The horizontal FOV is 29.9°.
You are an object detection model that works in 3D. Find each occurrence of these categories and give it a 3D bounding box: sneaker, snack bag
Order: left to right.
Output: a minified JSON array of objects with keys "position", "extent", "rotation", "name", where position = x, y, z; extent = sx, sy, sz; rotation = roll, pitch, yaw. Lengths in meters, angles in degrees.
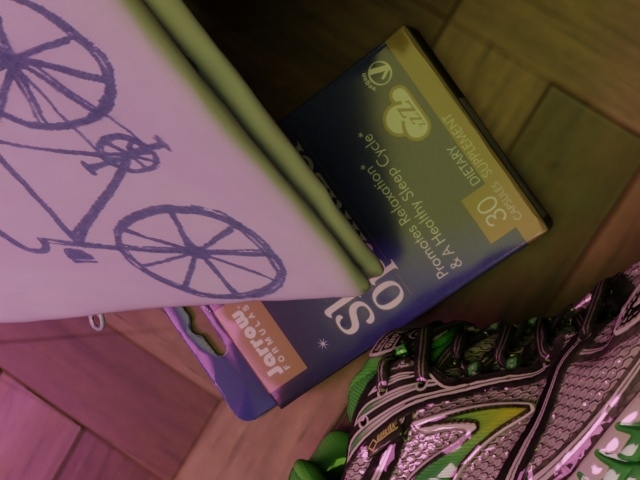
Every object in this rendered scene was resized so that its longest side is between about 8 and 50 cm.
[{"position":[-0.183,-0.046,0.586],"extent":[0.343,0.323,0.037],"rotation":[-7,55,28],"name":"snack bag"},{"position":[0.087,0.087,0.583],"extent":[0.146,0.134,0.343],"rotation":[49,128,12],"name":"sneaker"}]

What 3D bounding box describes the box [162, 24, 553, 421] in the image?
[{"position":[0.000,0.000,0.683],"extent":[0.225,0.036,0.136],"rotation":[-36,88,18],"name":"box"}]
